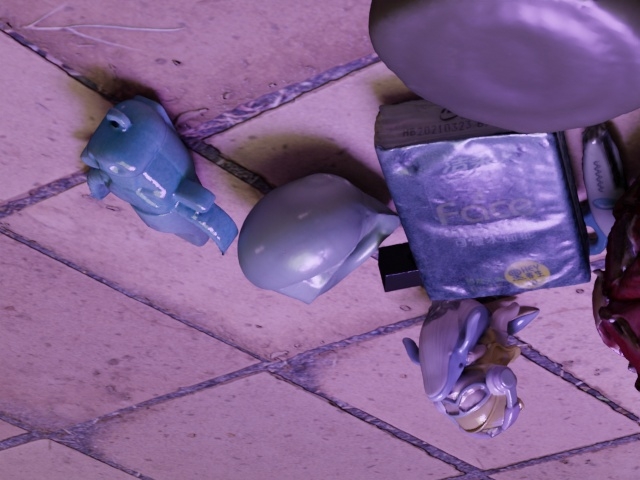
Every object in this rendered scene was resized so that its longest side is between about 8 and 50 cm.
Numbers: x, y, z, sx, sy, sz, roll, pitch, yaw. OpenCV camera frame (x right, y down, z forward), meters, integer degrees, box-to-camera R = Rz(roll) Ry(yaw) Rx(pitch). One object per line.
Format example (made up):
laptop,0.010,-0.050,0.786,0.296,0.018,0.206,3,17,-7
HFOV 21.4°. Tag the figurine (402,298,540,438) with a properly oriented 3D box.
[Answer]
figurine,0.194,0.147,2.108,0.128,0.184,0.208,-25,-177,44

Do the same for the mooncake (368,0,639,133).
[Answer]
mooncake,0.182,-0.203,1.491,0.275,0.135,0.275,6,153,3

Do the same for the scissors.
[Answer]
scissors,0.312,-0.051,1.848,0.138,0.041,0.289,4,154,17

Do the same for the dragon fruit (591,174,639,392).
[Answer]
dragon fruit,0.446,0.053,1.752,0.329,0.329,0.329,3,152,2

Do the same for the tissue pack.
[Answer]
tissue pack,0.175,-0.047,1.787,0.185,0.081,0.257,-7,139,14

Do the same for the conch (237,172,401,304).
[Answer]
conch,-0.001,-0.005,1.883,0.185,0.121,0.221,-11,167,2

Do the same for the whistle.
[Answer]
whistle,-0.178,-0.068,1.827,0.186,0.093,0.274,23,161,24

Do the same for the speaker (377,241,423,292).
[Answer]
speaker,0.163,0.017,1.945,0.191,0.040,0.046,-11,152,-5
